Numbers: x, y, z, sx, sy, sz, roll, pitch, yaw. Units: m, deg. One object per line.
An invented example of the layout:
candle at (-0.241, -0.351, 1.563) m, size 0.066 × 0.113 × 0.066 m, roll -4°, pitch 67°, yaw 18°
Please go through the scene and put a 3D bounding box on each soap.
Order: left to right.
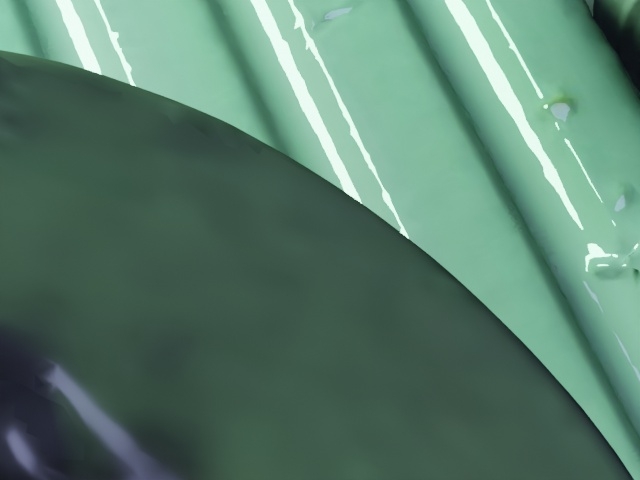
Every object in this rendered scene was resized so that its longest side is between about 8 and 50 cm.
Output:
soap at (0.000, 0.000, 0.702) m, size 0.261 × 0.156 × 0.446 m, roll -22°, pitch 65°, yaw -9°

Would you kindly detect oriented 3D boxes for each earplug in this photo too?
earplug at (-0.128, 0.188, 0.453) m, size 0.313 × 0.394 × 0.312 m, roll 21°, pitch 37°, yaw -17°

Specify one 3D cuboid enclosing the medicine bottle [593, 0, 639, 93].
medicine bottle at (0.267, -0.108, 0.702) m, size 0.238 × 0.238 × 0.232 m, roll 38°, pitch 71°, yaw 19°
